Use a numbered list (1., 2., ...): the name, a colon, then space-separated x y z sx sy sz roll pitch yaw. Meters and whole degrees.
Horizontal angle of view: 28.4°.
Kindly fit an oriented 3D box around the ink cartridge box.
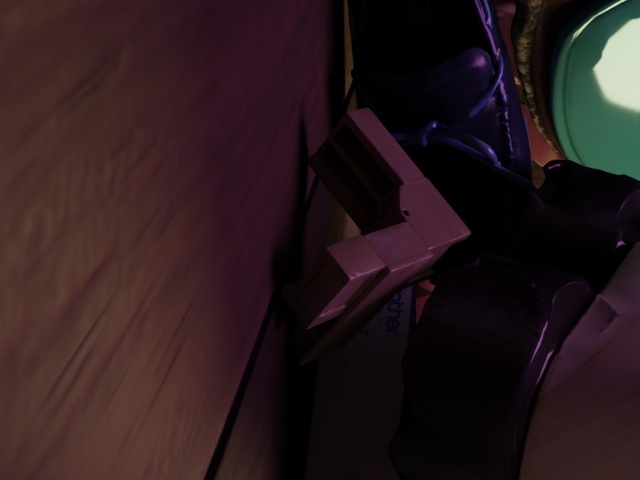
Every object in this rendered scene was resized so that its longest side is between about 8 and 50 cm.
1. ink cartridge box: 0.018 0.121 0.588 0.097 0.046 0.207 83 11 -50

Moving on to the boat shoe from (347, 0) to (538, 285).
1. boat shoe: 0.045 -0.089 0.656 0.089 0.109 0.258 -49 123 -68

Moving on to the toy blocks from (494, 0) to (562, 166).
1. toy blocks: 0.239 -0.127 0.962 0.260 0.288 0.309 -28 130 -53

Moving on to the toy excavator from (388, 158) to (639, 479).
1. toy excavator: 0.191 0.189 0.690 0.433 0.222 0.445 -35 136 -58

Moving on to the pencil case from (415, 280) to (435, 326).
1. pencil case: 0.076 -0.006 0.846 0.098 0.095 0.209 -30 131 -39

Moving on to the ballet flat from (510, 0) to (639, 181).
1. ballet flat: 0.153 -0.182 0.626 0.483 0.164 0.182 49 23 -68

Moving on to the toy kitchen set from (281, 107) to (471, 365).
1. toy kitchen set: 0.000 0.000 0.528 0.083 0.075 0.068 -19 155 -49
